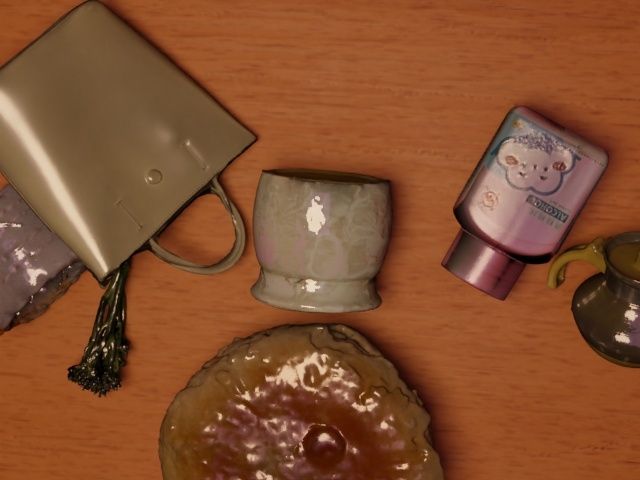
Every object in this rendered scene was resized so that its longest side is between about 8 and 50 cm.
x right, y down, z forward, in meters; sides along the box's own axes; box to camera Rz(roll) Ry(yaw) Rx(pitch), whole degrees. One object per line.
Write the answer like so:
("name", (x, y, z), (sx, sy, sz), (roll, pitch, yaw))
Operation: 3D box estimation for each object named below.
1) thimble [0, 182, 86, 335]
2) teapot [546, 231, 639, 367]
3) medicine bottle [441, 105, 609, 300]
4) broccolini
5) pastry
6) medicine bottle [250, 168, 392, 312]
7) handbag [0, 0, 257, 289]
("thimble", (-0.335, 0.019, 1.172), (0.151, 0.127, 0.118), (-44, 89, 9))
("teapot", (0.316, 0.054, 1.119), (0.166, 0.130, 0.119), (28, 131, 30))
("medicine bottle", (0.209, -0.035, 1.133), (0.119, 0.094, 0.188), (30, 97, 4))
("broccolini", (-0.223, 0.080, 1.207), (0.058, 0.074, 0.201), (25, 85, -34))
("pastry", (-0.016, 0.235, 1.157), (0.330, 0.136, 0.329), (1, 95, 7))
("medicine bottle", (0.000, 0.000, 1.130), (0.147, 0.147, 0.143), (6, 99, 5))
("handbag", (-0.201, -0.089, 1.138), (0.315, 0.109, 0.241), (45, 70, 0))
